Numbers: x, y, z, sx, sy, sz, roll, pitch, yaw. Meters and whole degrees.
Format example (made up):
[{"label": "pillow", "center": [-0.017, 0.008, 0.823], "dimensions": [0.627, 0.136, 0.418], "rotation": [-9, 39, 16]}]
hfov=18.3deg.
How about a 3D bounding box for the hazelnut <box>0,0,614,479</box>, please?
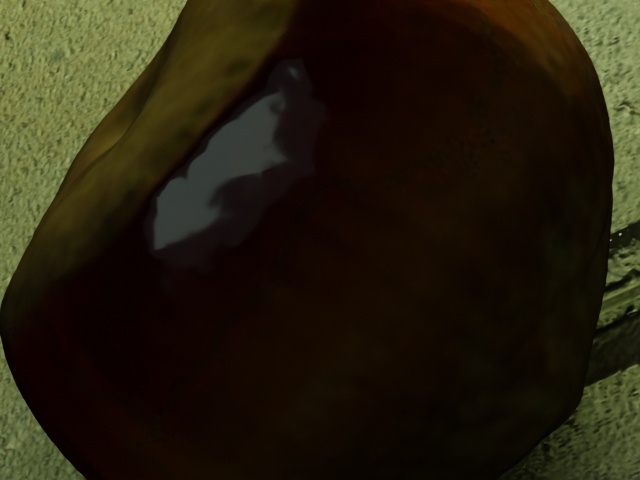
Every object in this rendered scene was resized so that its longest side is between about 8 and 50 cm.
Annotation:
[{"label": "hazelnut", "center": [0.000, 0.000, 1.244], "dimensions": [0.409, 0.359, 0.359], "rotation": [-47, 50, 2]}]
